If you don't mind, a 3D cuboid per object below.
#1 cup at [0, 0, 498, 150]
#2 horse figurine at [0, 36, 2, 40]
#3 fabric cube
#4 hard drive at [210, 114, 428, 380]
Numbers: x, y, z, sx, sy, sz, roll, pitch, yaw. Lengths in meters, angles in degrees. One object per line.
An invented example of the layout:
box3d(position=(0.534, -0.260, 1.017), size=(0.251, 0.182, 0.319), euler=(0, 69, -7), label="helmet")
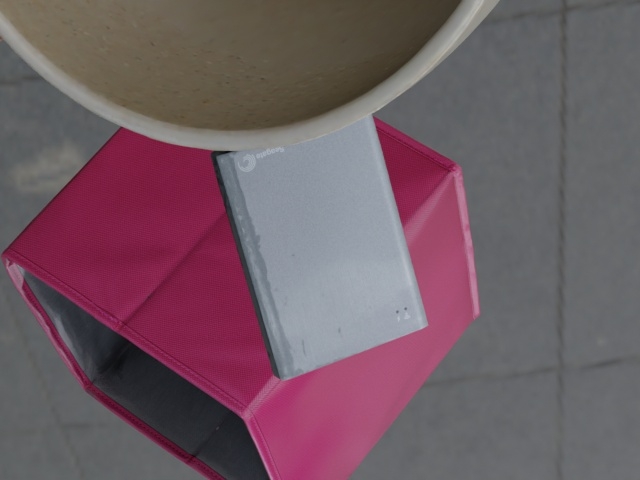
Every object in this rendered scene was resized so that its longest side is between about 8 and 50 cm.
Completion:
box3d(position=(-0.003, -0.232, 0.844), size=(0.331, 0.331, 0.237), euler=(-38, 176, 34), label="cup")
box3d(position=(-0.366, -0.184, 1.625), size=(0.174, 0.066, 0.263), euler=(33, 106, -4), label="horse figurine")
box3d(position=(-0.053, 0.036, 1.428), size=(0.259, 0.258, 0.254), euler=(31, 160, 25), label="fabric cube")
box3d(position=(0.000, 0.000, 1.003), size=(0.094, 0.022, 0.135), euler=(-20, 103, -17), label="hard drive")
